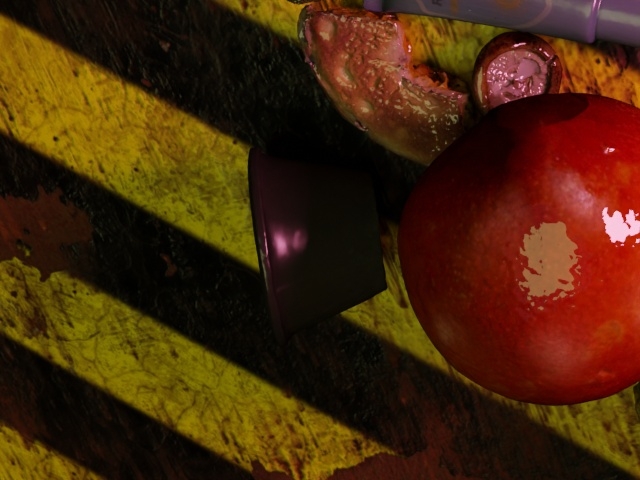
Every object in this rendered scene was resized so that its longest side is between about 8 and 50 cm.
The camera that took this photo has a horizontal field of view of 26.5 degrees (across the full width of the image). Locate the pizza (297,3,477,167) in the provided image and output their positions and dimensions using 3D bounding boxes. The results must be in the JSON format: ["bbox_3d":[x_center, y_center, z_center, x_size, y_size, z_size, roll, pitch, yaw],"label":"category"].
[{"bbox_3d":[0.097,-0.195,1.716,0.305,0.085,0.161,43,129,-9],"label":"pizza"}]

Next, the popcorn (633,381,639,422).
[{"bbox_3d":[0.511,0.182,1.693,0.249,0.225,0.249,2,102,12],"label":"popcorn"}]

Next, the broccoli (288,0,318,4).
[{"bbox_3d":[-0.016,-0.352,1.666,0.120,0.130,0.131,56,145,35],"label":"broccoli"}]

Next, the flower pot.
[{"bbox_3d":[0.000,0.000,1.793,0.166,0.269,0.269,-7,116,-1],"label":"flower pot"}]

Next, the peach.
[{"bbox_3d":[0.273,0.002,1.574,0.388,0.388,0.388,9,120,17],"label":"peach"}]

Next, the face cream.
[{"bbox_3d":[0.233,-0.297,1.612,0.385,0.086,0.136,16,122,18],"label":"face cream"}]

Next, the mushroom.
[{"bbox_3d":[0.238,-0.196,1.669,0.123,0.052,0.123,-4,109,-12],"label":"mushroom"}]
